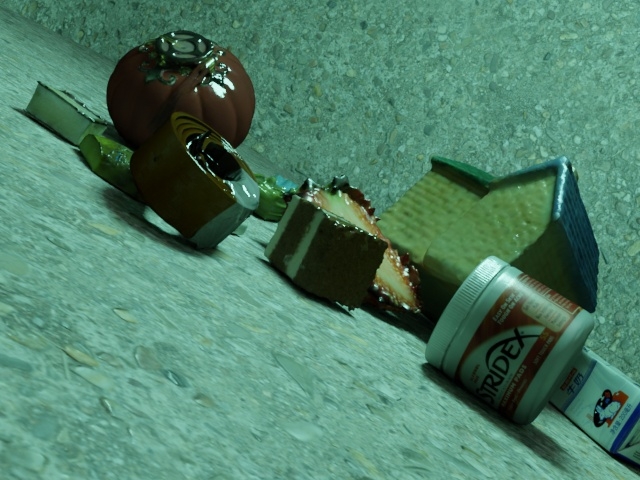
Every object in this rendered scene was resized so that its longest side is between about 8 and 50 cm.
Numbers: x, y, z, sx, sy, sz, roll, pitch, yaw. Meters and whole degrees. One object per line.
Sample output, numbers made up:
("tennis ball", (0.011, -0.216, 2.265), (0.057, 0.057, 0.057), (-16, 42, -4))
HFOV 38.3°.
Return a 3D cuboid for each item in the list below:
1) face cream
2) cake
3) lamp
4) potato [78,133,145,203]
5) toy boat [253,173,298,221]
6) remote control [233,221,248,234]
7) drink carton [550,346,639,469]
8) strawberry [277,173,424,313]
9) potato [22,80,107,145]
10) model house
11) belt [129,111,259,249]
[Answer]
("face cream", (0.291, 0.154, 1.413), (0.187, 0.201, 0.201), (33, 6, 20))
("cake", (0.004, 0.019, 1.470), (0.135, 0.134, 0.147), (26, -1, -45))
("lamp", (-0.282, -0.287, 1.875), (0.303, 0.257, 0.303), (7, 41, -6))
("potato", (-0.299, -0.116, 1.408), (0.119, 0.054, 0.198), (21, 11, -45))
("toy boat", (-0.117, -0.096, 2.036), (0.111, 0.084, 0.276), (35, 9, 5))
("remote control", (-0.213, -0.070, 1.561), (0.190, 0.029, 0.087), (33, 6, 22))
("drink carton", (0.537, 0.303, 1.766), (0.106, 0.130, 0.315), (30, 5, -23))
("strawberry", (0.043, 0.036, 1.666), (0.233, 0.137, 0.306), (-13, 68, -56))
("potato", (-0.413, -0.202, 1.502), (0.122, 0.061, 0.086), (34, 6, 11))
("model house", (0.351, 0.010, 1.810), (0.382, 0.342, 0.334), (34, -17, 47))
("belt", (-0.175, -0.087, 1.319), (0.184, 0.105, 0.261), (46, 10, -13))
